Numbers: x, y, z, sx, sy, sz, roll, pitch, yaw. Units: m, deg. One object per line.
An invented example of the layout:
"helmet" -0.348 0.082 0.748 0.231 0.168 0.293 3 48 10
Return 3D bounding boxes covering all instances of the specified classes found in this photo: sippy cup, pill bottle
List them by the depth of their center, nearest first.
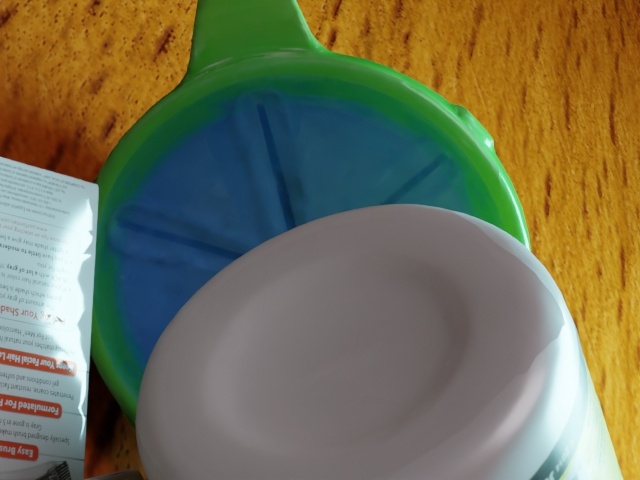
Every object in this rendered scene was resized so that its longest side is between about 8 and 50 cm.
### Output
"pill bottle" 0.057 0.160 0.840 0.188 0.188 0.334 -92 164 -49
"sippy cup" 0.000 0.000 1.019 0.240 0.305 0.224 23 13 1

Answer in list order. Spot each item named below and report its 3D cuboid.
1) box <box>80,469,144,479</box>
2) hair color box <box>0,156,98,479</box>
"box" -0.072 0.240 0.742 0.094 0.113 0.275 -3 60 -57
"hair color box" -0.155 0.049 0.837 0.093 0.053 0.167 17 69 -47
